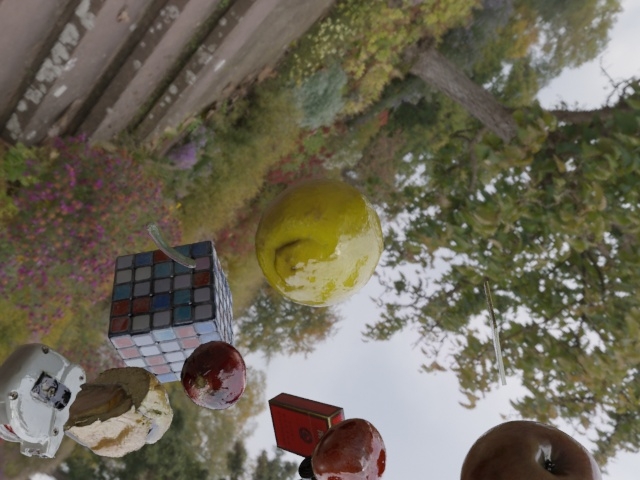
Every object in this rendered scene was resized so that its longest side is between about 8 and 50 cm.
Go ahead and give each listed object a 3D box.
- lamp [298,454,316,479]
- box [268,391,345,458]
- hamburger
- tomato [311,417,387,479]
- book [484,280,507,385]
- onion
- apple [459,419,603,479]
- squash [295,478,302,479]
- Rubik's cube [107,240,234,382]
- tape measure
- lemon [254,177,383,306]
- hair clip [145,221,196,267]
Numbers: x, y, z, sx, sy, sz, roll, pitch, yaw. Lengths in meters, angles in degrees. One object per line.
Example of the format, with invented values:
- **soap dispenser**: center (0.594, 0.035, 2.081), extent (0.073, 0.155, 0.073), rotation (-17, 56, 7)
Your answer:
- **lamp**: center (-0.017, 0.609, 1.290), extent (0.130, 0.109, 0.371), rotation (-29, -156, 13)
- **box**: center (-0.033, 0.520, 1.566), extent (0.239, 0.153, 0.074), rotation (0, -171, 43)
- **hamburger**: center (-0.335, 0.303, 1.030), extent (0.207, 0.155, 0.135), rotation (-28, -146, 29)
- **tomato**: center (0.067, 0.461, 1.208), extent (0.167, 0.167, 0.167), rotation (-44, -169, 10)
- **book**: center (0.414, 0.215, 1.343), extent (0.013, 0.168, 0.192), rotation (-10, -154, 14)
- **onion**: center (-0.194, 0.249, 1.052), extent (0.131, 0.131, 0.131), rotation (-44, -169, 10)
- **apple**: center (0.540, 0.610, 1.434), extent (0.345, 0.344, 0.270), rotation (-74, -177, -69)
- **squash**: center (-0.084, 0.965, 1.942), extent (0.384, 0.263, 0.263), rotation (-19, -164, 10)
- **Rubik's cube**: center (-0.413, 0.211, 1.629), extent (0.291, 0.293, 0.287), rotation (-9, -131, -4)
- **tape measure**: center (-0.786, 0.438, 1.575), extent (0.130, 0.265, 0.258), rotation (-4, -130, 22)
- **lemon**: center (0.000, 0.000, 1.442), extent (0.348, 0.348, 0.348), rotation (-44, -169, 10)
- **hair clip**: center (-0.322, 0.014, 1.214), extent (0.022, 0.137, 0.054), rotation (-45, -168, 7)
